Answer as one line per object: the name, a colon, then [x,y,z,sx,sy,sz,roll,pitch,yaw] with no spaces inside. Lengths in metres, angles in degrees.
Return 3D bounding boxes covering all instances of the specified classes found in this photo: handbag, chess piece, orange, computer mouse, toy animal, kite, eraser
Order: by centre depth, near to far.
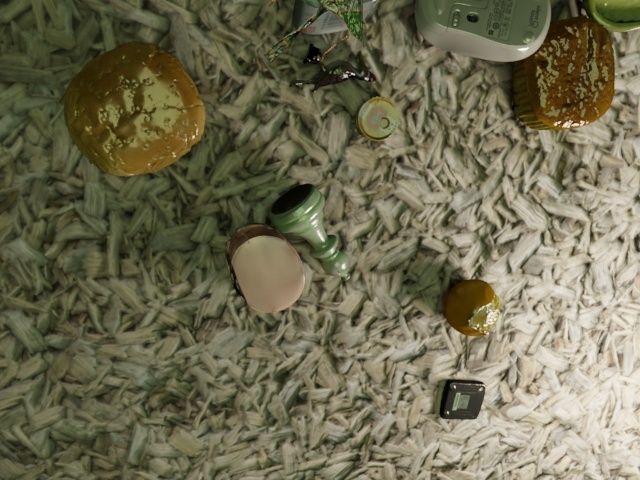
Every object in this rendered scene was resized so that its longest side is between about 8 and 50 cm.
kite: [-0.005,-0.414,0.855,0.198,0.006,0.244,44,95,-13]
eraser: [0.033,-0.494,0.962,0.174,0.227,0.081,-13,102,-4]
computer mouse: [0.356,-0.501,1.054,0.297,0.121,0.184,8,87,-2]
toy animal: [0.033,-0.394,1.082,0.203,0.070,0.105,2,116,-12]
handbag: [-0.137,0.064,1.134,0.179,0.116,0.205,-19,106,-3]
chess piece: [0.000,0.000,1.148,0.139,0.139,0.271,-36,118,1]
orange: [0.407,0.183,1.238,0.157,0.134,0.156,1,112,2]

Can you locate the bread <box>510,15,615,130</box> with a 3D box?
bread: [0.582,-0.394,1.116,0.228,0.142,0.253,-6,107,1]

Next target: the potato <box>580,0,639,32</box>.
potato: [0.737,-0.648,1.055,0.331,0.212,0.280,11,133,26]

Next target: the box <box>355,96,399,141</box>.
box: [0.137,-0.294,1.126,0.106,0.037,0.105,-2,105,-8]

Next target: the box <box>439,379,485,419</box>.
box: [0.419,0.469,1.364,0.125,0.027,0.126,6,103,-10]

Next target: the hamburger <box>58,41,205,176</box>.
hamburger: [-0.398,-0.276,1.000,0.283,0.144,0.259,-35,109,7]
